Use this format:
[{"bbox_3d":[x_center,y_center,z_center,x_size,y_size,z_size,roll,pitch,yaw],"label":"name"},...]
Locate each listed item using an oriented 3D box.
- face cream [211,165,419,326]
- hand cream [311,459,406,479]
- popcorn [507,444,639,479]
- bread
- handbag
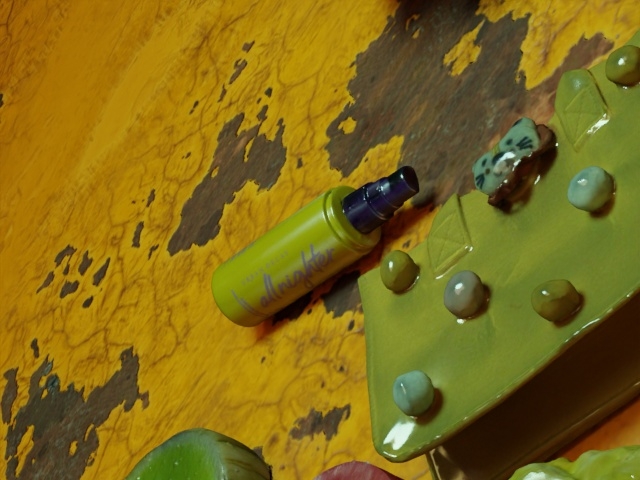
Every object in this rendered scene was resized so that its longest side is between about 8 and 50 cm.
[{"bbox_3d":[0.000,0.000,1.639,0.273,0.078,0.078,-34,39,36],"label":"face cream"},{"bbox_3d":[0.045,0.287,1.285,0.193,0.125,0.193,-35,40,36],"label":"hand cream"},{"bbox_3d":[0.140,0.277,1.065,0.332,0.225,0.265,-47,47,-9],"label":"popcorn"},{"bbox_3d":[-0.139,0.300,1.594,0.236,0.070,0.236,-36,37,33],"label":"bread"},{"bbox_3d":[0.190,0.010,1.323,0.401,0.133,0.283,-42,30,26],"label":"handbag"}]
